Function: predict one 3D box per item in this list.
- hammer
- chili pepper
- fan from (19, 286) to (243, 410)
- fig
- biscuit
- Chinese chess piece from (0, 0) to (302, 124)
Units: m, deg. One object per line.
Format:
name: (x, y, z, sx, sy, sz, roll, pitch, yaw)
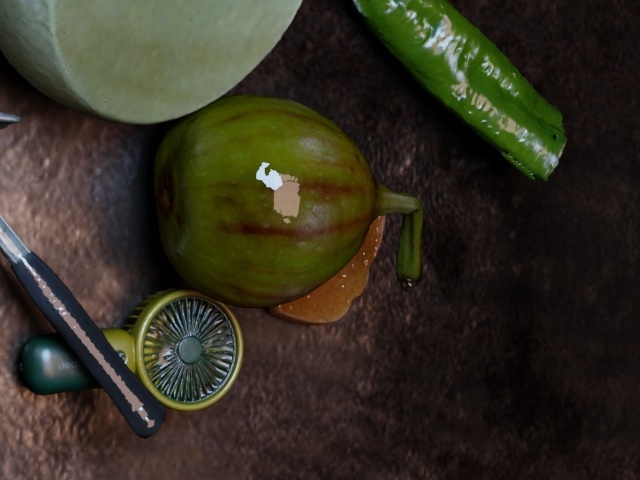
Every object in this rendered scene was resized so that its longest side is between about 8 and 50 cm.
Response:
hammer: (-0.173, 0.021, 1.058, 0.246, 0.029, 0.103, 51, 60, -14)
chili pepper: (0.068, -0.170, 1.239, 0.359, 0.076, 0.085, 42, 39, -35)
fan: (-0.126, 0.074, 1.117, 0.155, 0.039, 0.082, -3, 93, -34)
fig: (-0.015, -0.024, 1.116, 0.186, 0.142, 0.148, -3, 100, -7)
biscuit: (0.000, 0.000, 1.225, 0.102, 0.019, 0.130, 36, 69, -34)
Chinese chess piece: (-0.102, -0.186, 1.040, 0.237, 0.092, 0.238, -28, 137, -30)
